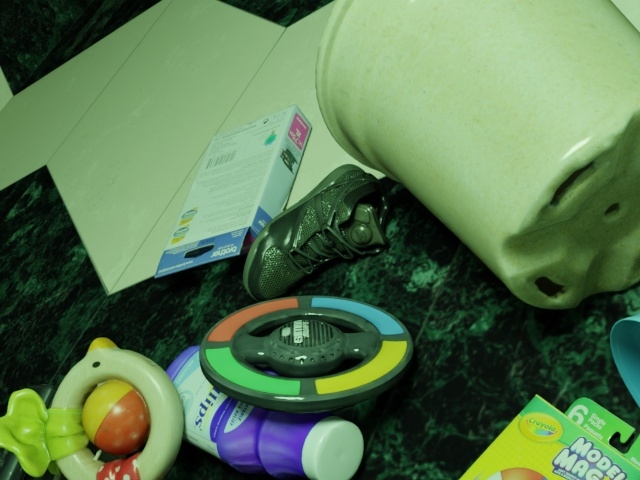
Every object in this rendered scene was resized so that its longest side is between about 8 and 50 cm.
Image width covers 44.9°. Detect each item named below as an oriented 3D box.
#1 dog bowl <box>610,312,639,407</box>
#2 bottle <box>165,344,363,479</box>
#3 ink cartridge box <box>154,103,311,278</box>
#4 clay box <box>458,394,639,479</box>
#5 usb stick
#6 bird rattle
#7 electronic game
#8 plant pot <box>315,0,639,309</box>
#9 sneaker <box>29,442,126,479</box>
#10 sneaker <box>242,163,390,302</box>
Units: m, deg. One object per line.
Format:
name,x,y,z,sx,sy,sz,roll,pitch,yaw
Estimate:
dog bowl,0.319,0.132,0.493,0.074,0.165,0.297,-34,34,-7
bottle,-0.074,0.196,0.857,0.283,0.092,0.118,9,61,48
ink cartridge box,-0.133,-0.067,1.217,0.186,0.065,0.311,-14,42,34
clay box,0.171,0.222,0.622,0.222,0.053,0.127,-47,31,-5
usb stick,-0.457,0.335,1.128,0.077,0.045,0.277,-9,47,29
bird rattle,-0.238,0.227,0.860,0.254,0.143,0.206,33,97,29
electronic game,-0.015,0.114,0.833,0.230,0.048,0.229,-2,22,1
plant pot,0.204,-0.114,0.755,0.334,0.334,0.305,-37,47,8
sneaker,-0.336,0.301,1.012,0.118,0.083,0.222,-9,46,43
sneaker,0.000,0.000,0.995,0.227,0.087,0.130,-42,28,-7
